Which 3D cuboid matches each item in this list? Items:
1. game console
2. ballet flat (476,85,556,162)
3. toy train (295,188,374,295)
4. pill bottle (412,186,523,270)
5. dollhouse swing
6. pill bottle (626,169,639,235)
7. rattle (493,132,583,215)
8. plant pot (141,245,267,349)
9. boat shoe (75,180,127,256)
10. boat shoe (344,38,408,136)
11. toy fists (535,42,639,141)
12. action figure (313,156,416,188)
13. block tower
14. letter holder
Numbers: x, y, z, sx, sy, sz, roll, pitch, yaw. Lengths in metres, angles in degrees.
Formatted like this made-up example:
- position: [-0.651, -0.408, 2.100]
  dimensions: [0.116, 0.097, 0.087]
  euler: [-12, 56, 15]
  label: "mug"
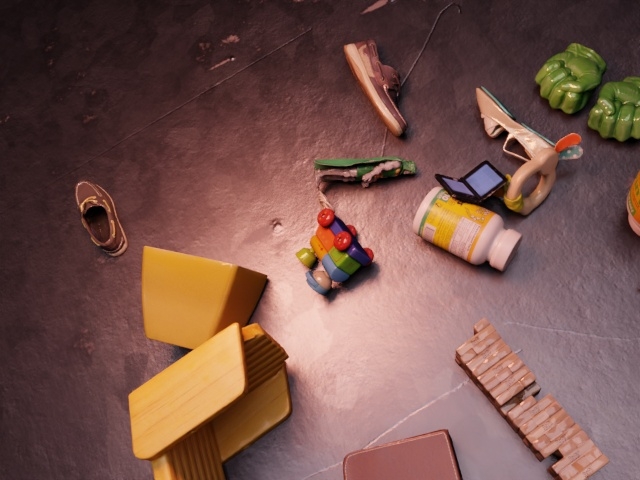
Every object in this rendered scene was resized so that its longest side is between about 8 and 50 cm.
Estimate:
- position: [0.317, -0.132, 1.474]
  dimensions: [0.107, 0.122, 0.071]
  euler: [12, 114, -17]
  label: "game console"
- position: [0.423, -0.246, 1.558]
  dimensions: [0.086, 0.086, 0.248]
  euler: [-42, 69, -6]
  label: "ballet flat"
- position: [0.000, 0.000, 1.544]
  dimensions: [0.143, 0.105, 0.248]
  euler: [-45, 44, 11]
  label: "toy train"
- position: [0.312, -0.021, 1.466]
  dimensions: [0.208, 0.117, 0.117]
  euler: [29, 77, 21]
  label: "pill bottle"
- position: [-0.145, 0.384, 1.273]
  dimensions: [0.315, 0.347, 0.305]
  euler: [-34, 66, -3]
  label: "dollhouse swing"
- position: [0.678, -0.089, 1.349]
  dimensions: [0.136, 0.245, 0.136]
  euler: [-4, 68, 10]
  label: "pill bottle"
- position: [0.448, -0.164, 1.495]
  dimensions: [0.199, 0.130, 0.143]
  euler: [-60, 29, 13]
  label: "rattle"
- position: [-0.260, 0.134, 1.482]
  dimensions: [0.212, 0.212, 0.187]
  euler: [11, 83, 15]
  label: "plant pot"
- position: [-0.540, -0.066, 1.680]
  dimensions: [0.081, 0.068, 0.227]
  euler: [-34, 67, -3]
  label: "boat shoe"
- position: [0.146, -0.374, 1.648]
  dimensions: [0.092, 0.103, 0.285]
  euler: [-28, 60, 5]
  label: "boat shoe"
- position: [0.614, -0.325, 1.537]
  dimensions: [0.279, 0.096, 0.142]
  euler: [38, 81, 20]
  label: "toy fists"
- position: [0.102, -0.157, 1.572]
  dimensions: [0.232, 0.137, 0.063]
  euler: [-7, 82, -1]
  label: "action figure"
- position: [0.391, 0.313, 1.334]
  dimensions: [0.097, 0.091, 0.335]
  euler: [-35, 66, -4]
  label: "block tower"
- position: [0.173, 0.525, 1.265]
  dimensions: [0.214, 0.152, 0.301]
  euler: [-16, 67, 7]
  label: "letter holder"
